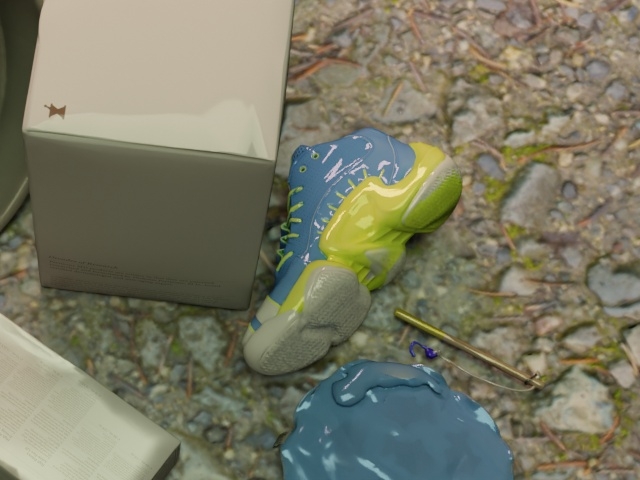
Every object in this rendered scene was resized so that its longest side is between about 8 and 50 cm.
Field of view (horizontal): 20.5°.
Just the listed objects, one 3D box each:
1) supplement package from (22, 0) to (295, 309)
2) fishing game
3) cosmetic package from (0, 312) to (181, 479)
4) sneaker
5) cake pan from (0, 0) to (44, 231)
[{"bbox_3d":[-0.119,-0.085,1.327,0.175,0.293,0.178,7,68,-3],"label":"supplement package"},{"bbox_3d":[0.057,0.181,1.376,0.189,0.041,0.264,23,59,3],"label":"fishing game"},{"bbox_3d":[-0.231,0.130,1.351,0.239,0.060,0.099,35,66,8],"label":"cosmetic package"},{"bbox_3d":[0.000,0.000,1.431,0.126,0.091,0.240,36,68,29],"label":"sneaker"},{"bbox_3d":[-0.323,-0.105,1.340,0.054,0.293,0.293,23,63,37],"label":"cake pan"}]
